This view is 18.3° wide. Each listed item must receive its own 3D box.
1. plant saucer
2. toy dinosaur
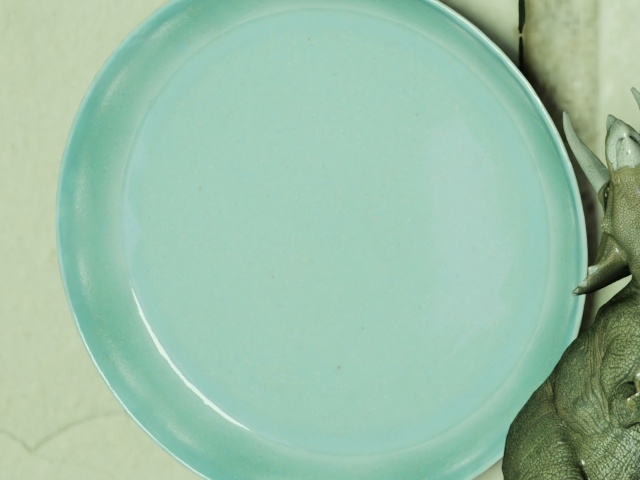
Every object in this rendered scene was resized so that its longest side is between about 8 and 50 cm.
[{"bbox_3d":[0.000,0.000,1.128,0.317,0.044,0.317,5,104,20],"label":"plant saucer"},{"bbox_3d":[0.151,0.098,1.014,0.121,0.160,0.313,13,113,-13],"label":"toy dinosaur"}]
